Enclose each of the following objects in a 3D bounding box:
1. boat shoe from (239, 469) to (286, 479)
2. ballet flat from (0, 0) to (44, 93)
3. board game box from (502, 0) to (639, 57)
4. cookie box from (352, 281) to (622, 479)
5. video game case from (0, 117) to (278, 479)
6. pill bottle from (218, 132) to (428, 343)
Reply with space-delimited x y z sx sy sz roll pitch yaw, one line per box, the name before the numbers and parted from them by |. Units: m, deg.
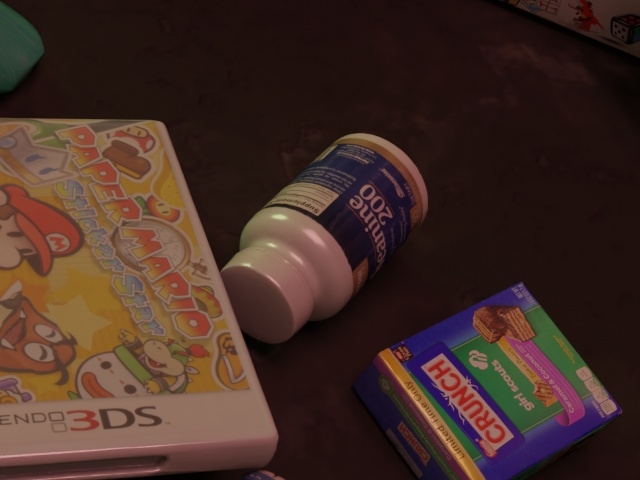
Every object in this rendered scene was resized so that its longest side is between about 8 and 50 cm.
boat shoe | -0.006 0.186 0.711 0.066 0.066 0.183 -20 61 -24
ballet flat | -0.259 -0.138 0.828 0.247 0.087 0.083 13 51 -14
board game box | 0.180 -0.271 1.136 0.193 0.053 0.305 21 50 -7
cookie box | 0.087 0.083 0.843 0.107 0.040 0.092 -24 68 -34
video game case | -0.147 0.021 0.771 0.206 0.026 0.227 -1 44 -24
pill bottle | 0.000 0.000 0.849 0.067 0.067 0.120 39 50 8
